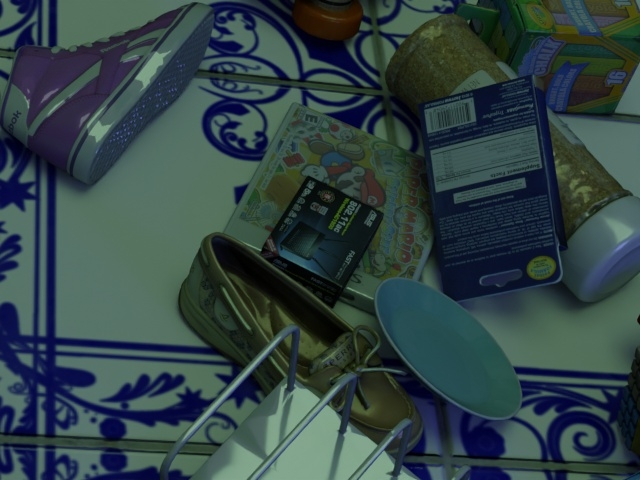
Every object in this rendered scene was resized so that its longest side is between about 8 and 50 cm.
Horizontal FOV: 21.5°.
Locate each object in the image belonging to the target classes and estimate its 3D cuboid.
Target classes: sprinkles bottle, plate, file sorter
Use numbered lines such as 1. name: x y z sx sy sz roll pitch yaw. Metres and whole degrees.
1. sprinkles bottle: 0.221 -0.095 1.859 0.121 0.121 0.355 -23 61 -32
2. plate: 0.122 0.112 1.680 0.188 0.024 0.188 33 26 -18
3. file sorter: 0.019 0.239 1.449 0.277 0.173 0.193 38 66 14

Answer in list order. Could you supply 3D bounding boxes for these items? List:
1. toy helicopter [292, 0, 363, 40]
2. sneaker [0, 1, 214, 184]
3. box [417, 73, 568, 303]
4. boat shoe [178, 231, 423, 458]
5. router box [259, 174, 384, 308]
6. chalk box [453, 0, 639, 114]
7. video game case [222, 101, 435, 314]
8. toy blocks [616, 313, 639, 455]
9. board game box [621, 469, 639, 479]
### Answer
1. toy helicopter: 0.018 -0.393 2.070 0.235 0.140 0.355 28 37 19
2. sneaker: -0.236 -0.195 1.813 0.161 0.102 0.282 29 48 12
3. box: 0.183 -0.051 1.779 0.136 0.036 0.225 -12 74 24
4. boat shoe: -0.018 0.104 1.633 0.285 0.089 0.104 35 49 12
5. router box: 0.000 0.000 1.729 0.092 0.038 0.122 27 49 4
6. chalk box: 0.257 -0.241 1.988 0.213 0.132 0.132 0 51 -16
7. video game case: 0.025 -0.034 1.808 0.206 0.026 0.227 23 48 2
8. toy blocks: 0.421 0.172 1.670 0.261 0.191 0.381 1 37 -7
9. board game box: 0.266 0.320 1.576 0.211 0.039 0.160 -18 58 -29
